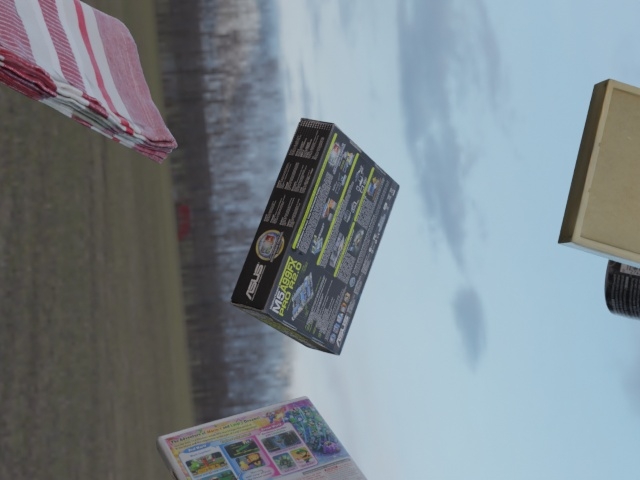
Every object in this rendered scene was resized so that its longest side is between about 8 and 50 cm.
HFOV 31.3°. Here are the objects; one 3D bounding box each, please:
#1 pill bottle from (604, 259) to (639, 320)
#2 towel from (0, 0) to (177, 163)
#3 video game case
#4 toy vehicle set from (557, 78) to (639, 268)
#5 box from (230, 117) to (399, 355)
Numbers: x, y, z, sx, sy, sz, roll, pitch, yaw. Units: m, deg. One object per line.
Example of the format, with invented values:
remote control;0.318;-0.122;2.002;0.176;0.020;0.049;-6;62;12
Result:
pill bottle;0.526;0.064;1.562;0.130;0.245;0.130;-26;122;-52
towel;-0.306;-0.234;1.300;0.329;0.037;0.237;27;31;-55
video game case;-0.049;0.208;1.029;0.143;0.157;0.019;49;-38;45
toy vehicle set;0.379;-0.041;1.126;0.035;0.267;0.166;163;-58;-79
box;0.000;0.000;1.565;0.216;0.060;0.270;35;71;-54
